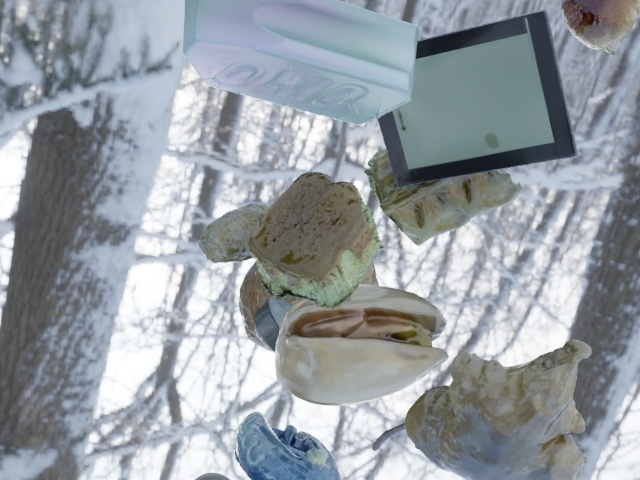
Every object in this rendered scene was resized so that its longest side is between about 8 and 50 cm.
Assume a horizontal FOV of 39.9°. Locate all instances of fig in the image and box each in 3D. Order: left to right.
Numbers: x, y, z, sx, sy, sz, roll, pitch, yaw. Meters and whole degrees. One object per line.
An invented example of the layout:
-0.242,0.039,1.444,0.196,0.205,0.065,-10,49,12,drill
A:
0.577,-0.445,1.796,0.159,0.159,0.257,24,173,29,fig

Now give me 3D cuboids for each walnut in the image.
-0.036,0.130,2.050,0.306,0.306,0.344,26,-146,34,walnut

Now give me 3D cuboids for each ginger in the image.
-0.132,-0.020,1.820,0.109,0.116,0.263,7,-168,39,ginger
0.235,0.216,1.058,0.219,0.270,0.123,40,-126,0,ginger

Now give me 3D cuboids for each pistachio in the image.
0.059,0.172,1.440,0.318,0.194,0.214,-6,156,29,pistachio

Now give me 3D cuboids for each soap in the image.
-0.041,-0.282,1.313,0.346,0.115,0.208,11,167,-27,soap

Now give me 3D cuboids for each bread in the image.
0.000,0.000,0.934,0.128,0.069,0.140,17,-123,33,bread
0.244,-0.133,1.800,0.196,0.252,0.239,13,-135,-58,bread

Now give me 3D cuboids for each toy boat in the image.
-0.056,0.429,1.794,0.215,0.123,0.330,28,-174,-13,toy boat

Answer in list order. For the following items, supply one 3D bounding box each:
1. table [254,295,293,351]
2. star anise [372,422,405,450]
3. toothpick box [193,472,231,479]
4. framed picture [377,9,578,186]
-0.066,0.172,1.701,0.133,0.043,0.133,43,-163,-16,table
0.232,0.300,1.496,0.227,0.219,0.148,22,164,10,star anise
-0.233,0.526,1.713,0.111,0.181,0.111,11,-123,-19,toothpick box
0.259,-0.242,1.567,0.347,0.265,0.016,-9,-159,28,framed picture
